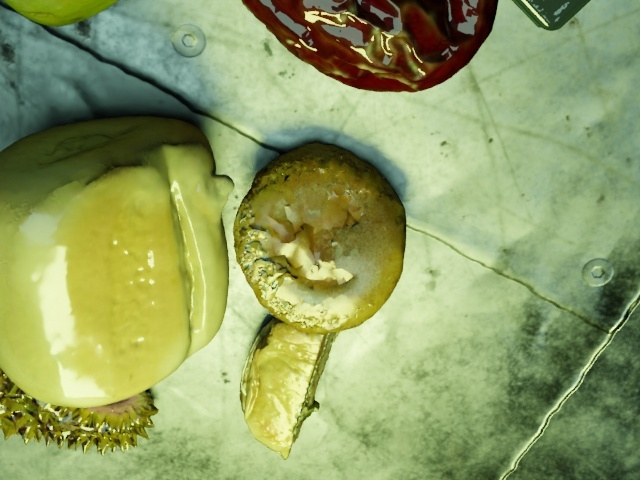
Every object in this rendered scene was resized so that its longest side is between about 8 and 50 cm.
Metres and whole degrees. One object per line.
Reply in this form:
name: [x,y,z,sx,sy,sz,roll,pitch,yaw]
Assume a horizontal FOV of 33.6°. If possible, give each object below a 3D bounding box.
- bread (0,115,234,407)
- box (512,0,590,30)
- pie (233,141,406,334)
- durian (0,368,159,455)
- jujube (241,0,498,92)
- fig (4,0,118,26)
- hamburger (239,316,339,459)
bread: [-0.307,0.031,1.443,0.348,0.253,0.376,-26,122,-35]
box: [0.276,-0.395,1.358,0.230,0.050,0.160,41,110,-17]
pie: [0.000,-0.001,1.490,0.273,0.069,0.274,0,90,-6]
durian: [-0.429,0.259,1.649,0.341,0.112,0.191,31,110,-16]
jujube: [0.029,-0.338,1.271,0.377,0.276,0.276,39,110,-16]
fig: [-0.289,-0.391,1.269,0.314,0.233,0.233,-22,114,17]
hamburger: [-0.053,0.206,1.623,0.130,0.124,0.262,22,110,9]
